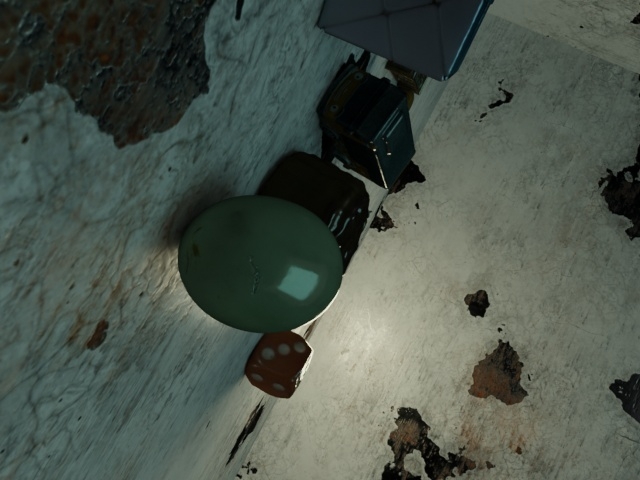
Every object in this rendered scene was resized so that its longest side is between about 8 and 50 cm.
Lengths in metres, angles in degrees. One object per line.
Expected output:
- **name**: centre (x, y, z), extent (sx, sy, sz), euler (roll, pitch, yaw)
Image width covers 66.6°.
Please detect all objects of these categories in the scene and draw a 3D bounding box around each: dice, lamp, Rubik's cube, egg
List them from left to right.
- **egg**: centre (-0.081, 0.036, 0.726), extent (0.283, 0.203, 0.202), euler (19, 100, -55)
- **dice**: centre (-0.136, 0.413, 1.633), extent (0.174, 0.179, 0.174), euler (-54, 170, -43)
- **lamp**: centre (0.272, -0.515, 1.473), extent (0.090, 0.089, 0.325), euler (-65, 169, 15)
- **Rubik's cube**: centre (0.160, -0.407, 0.783), extent (0.224, 0.221, 0.231), euler (-47, 162, -59)

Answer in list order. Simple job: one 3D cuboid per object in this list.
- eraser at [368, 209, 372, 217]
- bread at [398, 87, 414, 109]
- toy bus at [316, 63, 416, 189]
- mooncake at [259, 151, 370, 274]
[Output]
- **eraser**: centre (0.000, 0.000, 1.263), extent (0.332, 0.155, 0.101), euler (-55, 169, -36)
- **bread**: centre (0.272, -0.461, 1.676), extent (0.189, 0.077, 0.114), euler (-56, 165, -18)
- **toy bus**: centre (0.109, -0.237, 1.069), extent (0.138, 0.167, 0.275), euler (-54, 157, -5)
- **mooncake**: centre (-0.027, -0.013, 1.006), extent (0.324, 0.187, 0.324), euler (-57, 167, -21)
